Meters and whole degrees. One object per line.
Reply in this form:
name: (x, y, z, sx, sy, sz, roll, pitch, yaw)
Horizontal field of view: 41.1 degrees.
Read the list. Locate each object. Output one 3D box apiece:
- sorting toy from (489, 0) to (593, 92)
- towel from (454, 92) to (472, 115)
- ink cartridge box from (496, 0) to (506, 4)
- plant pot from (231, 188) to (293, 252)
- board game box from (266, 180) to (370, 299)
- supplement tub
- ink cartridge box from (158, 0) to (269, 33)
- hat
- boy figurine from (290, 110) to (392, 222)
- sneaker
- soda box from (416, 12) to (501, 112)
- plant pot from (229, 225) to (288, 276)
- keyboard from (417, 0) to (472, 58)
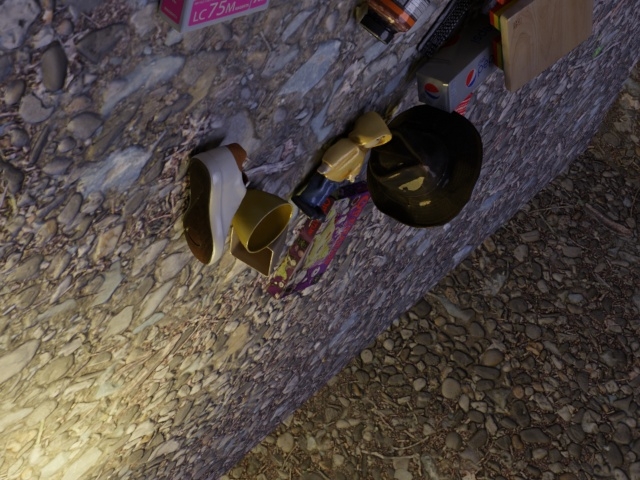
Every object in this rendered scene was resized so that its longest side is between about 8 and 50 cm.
sorting toy: (0.511, -0.519, 1.997, 0.255, 0.089, 0.257, -36, 148, -7)
towel: (0.348, -0.305, 2.485, 0.199, 0.031, 0.275, -39, 159, -24)
ink cartridge box: (0.419, -0.668, 1.802, 0.197, 0.114, 0.273, -44, 160, -11)
plant pot: (-0.138, -0.055, 1.806, 0.134, 0.095, 0.134, -42, 161, -18)
board game box: (0.000, 0.000, 2.297, 0.208, 0.056, 0.347, -26, 151, -57)
supplement tub: (0.160, -0.474, 1.632, 0.198, 0.106, 0.106, -51, 161, 11)
ink cartridge box: (-0.111, -0.444, 1.169, 0.186, 0.065, 0.311, -31, 153, -42)
hat: (0.214, -0.193, 2.025, 0.134, 0.331, 0.331, 19, 113, -49)
boy figurine: (0.057, -0.176, 2.012, 0.285, 0.092, 0.177, -48, 159, 9)
sneaker: (-0.189, -0.066, 1.655, 0.123, 0.106, 0.290, -32, 154, -34)
soda box: (0.354, -0.435, 2.077, 0.286, 0.098, 0.091, -44, 144, -27)
plant pot: (-0.131, -0.004, 1.925, 0.096, 0.109, 0.109, -52, 166, -34)
keyboard: (0.299, -0.505, 1.999, 0.180, 0.023, 0.108, -52, 161, 14)
